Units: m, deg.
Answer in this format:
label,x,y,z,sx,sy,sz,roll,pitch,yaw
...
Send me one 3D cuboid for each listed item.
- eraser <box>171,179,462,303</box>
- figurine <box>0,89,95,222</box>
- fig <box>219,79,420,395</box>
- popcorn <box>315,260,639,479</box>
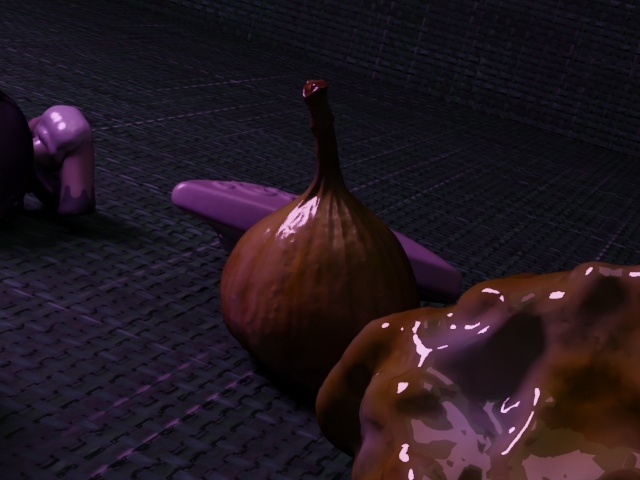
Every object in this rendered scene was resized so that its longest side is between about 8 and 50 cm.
label,x,y,z,sx,sy,sz,roll,pitch,yaw
eraser,0.007,0.002,1.106,0.243,0.059,0.204,14,-9,9
figurine,-0.303,-0.085,1.122,0.222,0.145,0.145,2,19,-44
fig,-0.011,0.013,0.921,0.143,0.230,0.160,-36,43,-16
popcorn,0.177,0.151,0.550,0.334,0.293,0.292,41,-14,54
